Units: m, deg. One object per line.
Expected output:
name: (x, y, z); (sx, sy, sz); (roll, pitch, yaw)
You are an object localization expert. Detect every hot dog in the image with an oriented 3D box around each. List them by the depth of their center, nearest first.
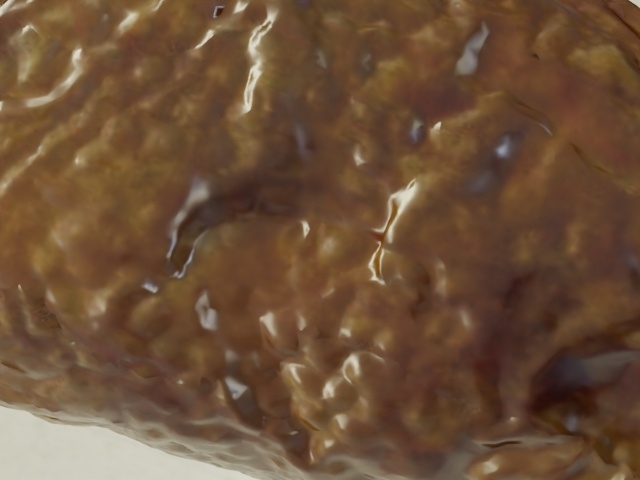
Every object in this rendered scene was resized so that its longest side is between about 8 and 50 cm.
hot dog: (0.000, 0.000, 0.783); (0.174, 0.387, 0.267); (-75, -1, -55)
